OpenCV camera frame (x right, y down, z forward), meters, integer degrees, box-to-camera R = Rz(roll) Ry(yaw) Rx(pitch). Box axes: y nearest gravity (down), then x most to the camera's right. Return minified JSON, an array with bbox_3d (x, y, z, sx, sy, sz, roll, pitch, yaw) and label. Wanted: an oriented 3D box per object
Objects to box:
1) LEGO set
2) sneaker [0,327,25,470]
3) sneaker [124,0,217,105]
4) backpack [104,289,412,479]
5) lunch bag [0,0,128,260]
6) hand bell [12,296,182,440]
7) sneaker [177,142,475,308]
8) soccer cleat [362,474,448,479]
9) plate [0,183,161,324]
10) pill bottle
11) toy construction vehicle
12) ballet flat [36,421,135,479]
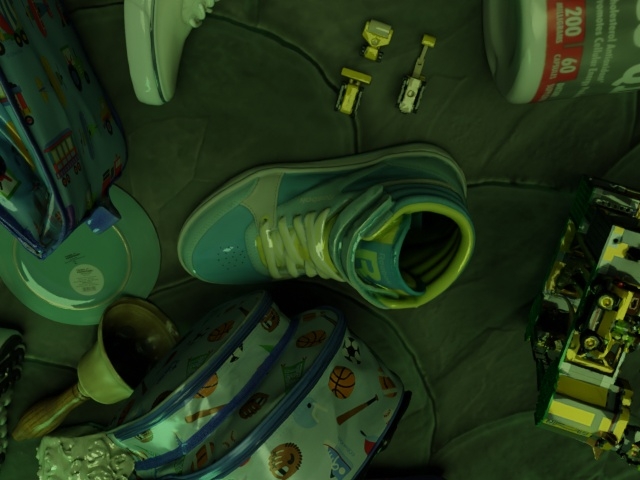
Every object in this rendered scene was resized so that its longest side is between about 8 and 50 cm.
[{"bbox_3d":[0.328,0.072,0.718,0.192,0.331,0.255,18,98,9],"label":"LEGO set"},{"bbox_3d":[-0.435,0.224,0.871,0.118,0.110,0.292,17,103,-1],"label":"sneaker"},{"bbox_3d":[-0.122,-0.247,0.681,0.091,0.094,0.258,10,111,-2],"label":"sneaker"},{"bbox_3d":[-0.057,0.170,0.721,0.263,0.276,0.213,-18,120,48],"label":"backpack"},{"bbox_3d":[-0.266,-0.134,0.655,0.138,0.221,0.293,-28,111,10],"label":"lunch bag"},{"bbox_3d":[-0.281,0.176,0.866,0.242,0.126,0.126,-33,111,25],"label":"hand bell"},{"bbox_3d":[0.000,0.000,0.729,0.319,0.208,0.127,-17,114,6],"label":"sneaker"},{"bbox_3d":[0.016,0.344,0.934,0.318,0.108,0.116,-17,109,8],"label":"soccer cleat"},{"bbox_3d":[-0.273,0.016,0.825,0.188,0.024,0.188,-1,112,-3],"label":"plate"},{"bbox_3d":[0.303,-0.219,0.673,0.283,0.161,0.161,-7,113,1],"label":"pill bottle"},{"bbox_3d":[0.066,-0.170,0.758,0.086,0.035,0.098,16,109,3],"label":"toy construction vehicle"},{"bbox_3d":[-0.221,0.411,0.936,0.147,0.147,0.409,-25,111,8],"label":"ballet flat"}]
